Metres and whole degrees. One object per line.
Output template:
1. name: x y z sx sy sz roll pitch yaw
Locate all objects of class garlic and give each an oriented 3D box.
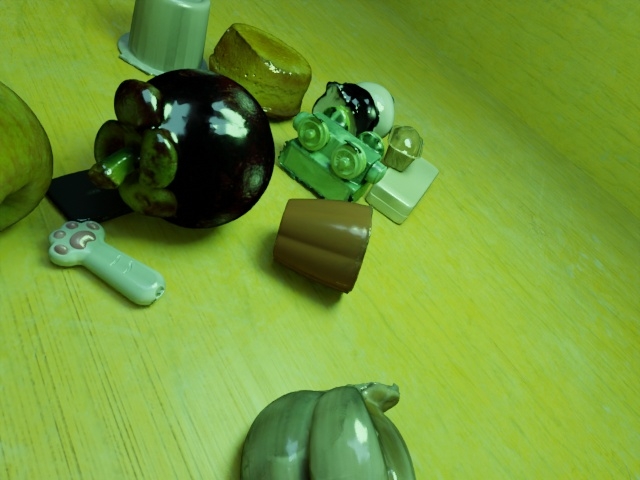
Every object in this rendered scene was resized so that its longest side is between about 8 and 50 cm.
1. garlic: 0.023 0.321 0.567 0.237 0.210 0.292 56 27 -26

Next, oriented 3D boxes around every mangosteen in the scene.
1. mangosteen: -0.237 -0.176 0.741 0.313 0.297 0.297 45 19 -53

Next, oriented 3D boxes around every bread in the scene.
1. bread: -0.165 -0.494 1.202 0.312 0.172 0.312 24 39 -21

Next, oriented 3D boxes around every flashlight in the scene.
1. flashlight: -0.344 0.036 0.664 0.200 0.047 0.093 33 45 1

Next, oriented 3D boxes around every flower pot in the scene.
1. flower pot: 0.000 0.000 0.829 0.173 0.191 0.191 14 42 -4

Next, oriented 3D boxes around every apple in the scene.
1. apple: -0.512 -0.109 0.556 0.264 0.264 0.264 17 43 -17

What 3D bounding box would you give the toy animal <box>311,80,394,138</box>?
1. toy animal: 0.105 -0.370 1.242 0.212 0.212 0.266 47 39 17

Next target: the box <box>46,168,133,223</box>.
1. box: -0.420 -0.082 0.754 0.125 0.027 0.126 42 43 16

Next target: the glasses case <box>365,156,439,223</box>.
1. glasses case: 0.253 -0.170 1.224 0.131 0.070 0.313 37 41 6

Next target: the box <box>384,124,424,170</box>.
1. box: 0.245 -0.279 1.196 0.111 0.111 0.177 29 40 -4

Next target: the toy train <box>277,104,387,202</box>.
1. toy train: 0.034 -0.215 1.046 0.271 0.188 0.159 38 40 11

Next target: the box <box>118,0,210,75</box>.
1. box: -0.419 -0.618 1.148 0.262 0.206 0.291 1 52 -32
